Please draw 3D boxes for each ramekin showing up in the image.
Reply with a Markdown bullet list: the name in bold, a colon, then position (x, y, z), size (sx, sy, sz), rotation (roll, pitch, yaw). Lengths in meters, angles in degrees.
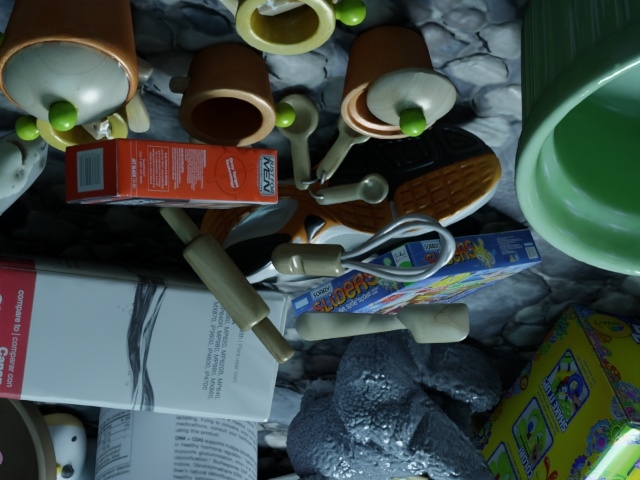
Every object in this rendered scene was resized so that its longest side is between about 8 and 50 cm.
- **ramekin**: position (0.281, -0.110, 0.939), size (0.304, 0.148, 0.303), rotation (-1, 148, 0)

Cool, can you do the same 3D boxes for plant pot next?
- **plant pot**: position (-0.380, 0.244, 1.465), size (0.237, 0.237, 0.110), rotation (-11, 178, 16)

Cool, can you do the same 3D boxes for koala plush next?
- **koala plush**: position (0.046, 0.196, 1.410), size (0.203, 0.196, 0.221), rotation (35, 135, -28)

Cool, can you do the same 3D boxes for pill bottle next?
- **pill bottle**: position (-0.142, 0.225, 1.339), size (0.160, 0.283, 0.160), rotation (-1, 148, 0)

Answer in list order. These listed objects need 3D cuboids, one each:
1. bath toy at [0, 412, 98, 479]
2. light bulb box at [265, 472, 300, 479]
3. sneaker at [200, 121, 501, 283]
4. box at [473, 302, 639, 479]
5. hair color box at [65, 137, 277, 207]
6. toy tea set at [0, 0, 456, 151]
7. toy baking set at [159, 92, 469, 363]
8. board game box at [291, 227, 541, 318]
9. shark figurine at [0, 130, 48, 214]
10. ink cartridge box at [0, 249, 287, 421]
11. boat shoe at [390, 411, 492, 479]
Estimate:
- **bath toy**: position (-0.368, 0.287, 1.583), size (0.348, 0.129, 0.151), rotation (-12, 113, 15)
- **light bulb box**: position (-0.144, 0.468, 1.691), size (0.358, 0.225, 0.361), rotation (-6, 156, -38)
- **sneaker**: position (0.033, -0.026, 1.142), size (0.263, 0.099, 0.121), rotation (-16, 164, 21)
- **box**: position (0.337, 0.249, 1.418), size (0.290, 0.177, 0.279), rotation (15, 123, -23)
- **hair color box**: position (-0.106, -0.047, 0.978), size (0.141, 0.043, 0.072), rotation (0, 178, -40)
- **toy tea set**: position (-0.073, -0.107, 0.955), size (0.336, 0.124, 0.200), rotation (-4, 148, 5)
- **toy baking set**: position (-0.006, 0.003, 1.067), size (0.197, 0.256, 0.030), rotation (-34, 180, 20)
- **board game box**: position (0.089, 0.036, 1.195), size (0.136, 0.035, 0.201), rotation (-28, 167, 35)
- **shark figurine**: position (-0.363, -0.022, 1.059), size (0.278, 0.166, 0.116), rotation (7, 157, -10)
- **ink cartridge box**: position (-0.183, 0.079, 1.188), size (0.273, 0.114, 0.197), rotation (6, -179, -13)
- **boat shoe**: position (0.139, 0.251, 1.561), size (0.285, 0.104, 0.089), rotation (-1, 151, 1)
